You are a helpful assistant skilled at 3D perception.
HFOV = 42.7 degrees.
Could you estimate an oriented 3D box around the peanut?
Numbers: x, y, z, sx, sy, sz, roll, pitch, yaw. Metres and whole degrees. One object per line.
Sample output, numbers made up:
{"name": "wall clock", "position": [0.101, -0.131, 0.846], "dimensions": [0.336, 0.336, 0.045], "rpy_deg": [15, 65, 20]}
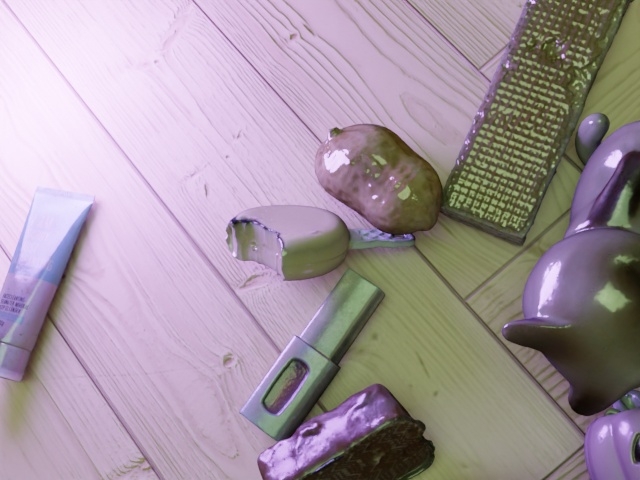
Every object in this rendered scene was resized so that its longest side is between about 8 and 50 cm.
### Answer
{"name": "peanut", "position": [0.084, -0.090, 1.151], "dimensions": [0.224, 0.129, 0.129], "rpy_deg": [36, 86, 32]}

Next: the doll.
{"name": "doll", "position": [0.390, 0.013, 1.006], "dimensions": [0.226, 0.215, 0.370], "rpy_deg": [-7, 47, 46]}

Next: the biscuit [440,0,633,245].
{"name": "biscuit", "position": [0.313, -0.208, 1.168], "dimensions": [0.144, 0.078, 0.425], "rpy_deg": [22, 83, 16]}

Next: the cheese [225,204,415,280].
{"name": "cheese", "position": [-0.001, -0.008, 1.181], "dimensions": [0.249, 0.163, 0.070], "rpy_deg": [-11, 116, -25]}

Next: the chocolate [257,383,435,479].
{"name": "chocolate", "position": [0.035, 0.279, 1.076], "dimensions": [0.214, 0.148, 0.093], "rpy_deg": [-32, 46, 0]}

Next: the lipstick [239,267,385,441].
{"name": "lipstick", "position": [-0.006, 0.160, 1.148], "dimensions": [0.079, 0.077, 0.252], "rpy_deg": [35, 84, 18]}

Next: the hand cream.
{"name": "hand cream", "position": [-0.448, 0.061, 1.277], "dimensions": [0.111, 0.070, 0.312], "rpy_deg": [8, 75, 17]}

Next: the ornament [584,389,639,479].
{"name": "ornament", "position": [0.407, 0.255, 0.986], "dimensions": [0.178, 0.177, 0.177], "rpy_deg": [-3, 76, 12]}
